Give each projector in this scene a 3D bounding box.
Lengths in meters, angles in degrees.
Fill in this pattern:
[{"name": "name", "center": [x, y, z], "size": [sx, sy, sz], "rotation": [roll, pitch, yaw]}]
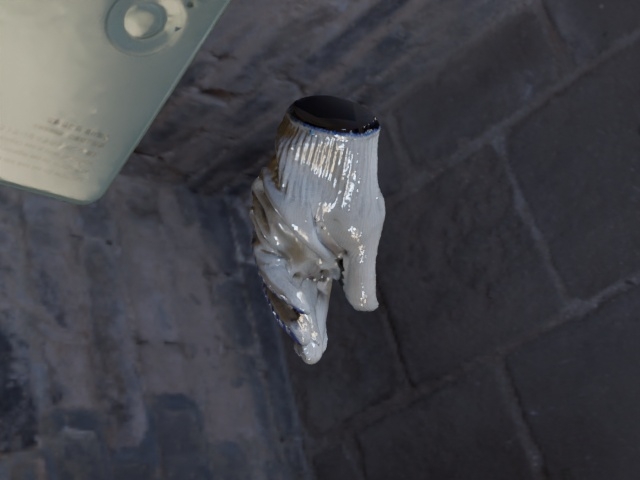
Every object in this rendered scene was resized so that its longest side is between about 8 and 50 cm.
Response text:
[{"name": "projector", "center": [-0.199, -0.137, 0.526], "size": [0.192, 0.257, 0.099], "rotation": [-53, 45, 24]}]

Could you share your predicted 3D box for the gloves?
[{"name": "gloves", "center": [-0.001, -0.005, 0.814], "size": [0.097, 0.119, 0.229], "rotation": [-124, 38, -69]}]
